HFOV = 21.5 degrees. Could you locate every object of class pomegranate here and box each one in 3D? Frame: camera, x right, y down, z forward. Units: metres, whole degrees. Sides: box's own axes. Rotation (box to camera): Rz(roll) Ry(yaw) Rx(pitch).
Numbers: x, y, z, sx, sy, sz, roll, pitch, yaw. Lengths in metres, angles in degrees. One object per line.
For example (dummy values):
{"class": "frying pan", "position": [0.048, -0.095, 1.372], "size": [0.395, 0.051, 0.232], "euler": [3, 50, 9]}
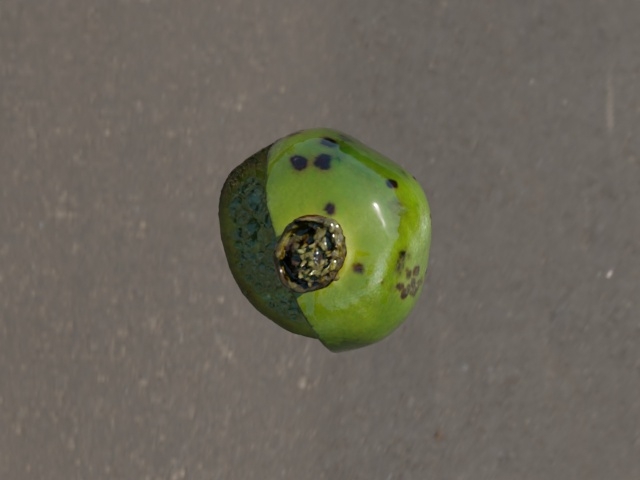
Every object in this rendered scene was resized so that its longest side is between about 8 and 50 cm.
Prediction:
{"class": "pomegranate", "position": [0.012, -0.003, 1.054], "size": [0.122, 0.169, 0.143], "euler": [-16, 87, -15]}
